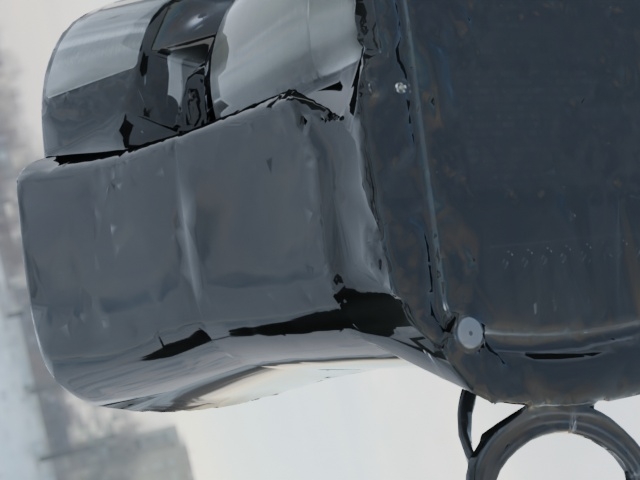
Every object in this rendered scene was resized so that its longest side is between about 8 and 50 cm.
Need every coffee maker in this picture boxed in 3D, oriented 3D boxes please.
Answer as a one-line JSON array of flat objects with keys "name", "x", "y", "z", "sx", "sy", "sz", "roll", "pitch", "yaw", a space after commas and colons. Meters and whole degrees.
[{"name": "coffee maker", "x": 0.000, "y": 0.000, "z": 0.454, "sx": 0.178, "sy": 0.120, "sz": 0.171, "roll": -17, "pitch": -124, "yaw": 57}]
